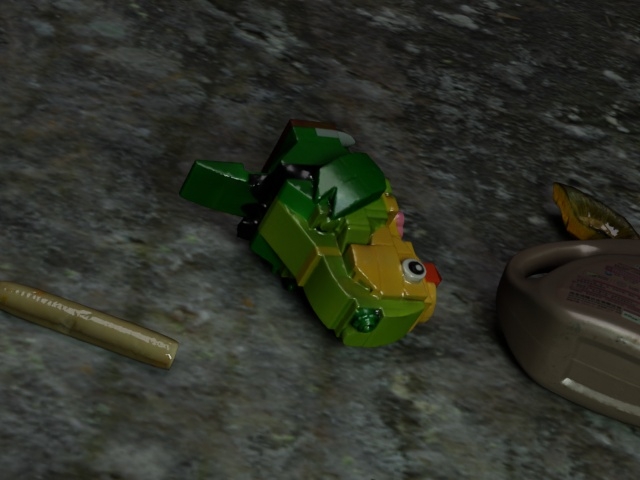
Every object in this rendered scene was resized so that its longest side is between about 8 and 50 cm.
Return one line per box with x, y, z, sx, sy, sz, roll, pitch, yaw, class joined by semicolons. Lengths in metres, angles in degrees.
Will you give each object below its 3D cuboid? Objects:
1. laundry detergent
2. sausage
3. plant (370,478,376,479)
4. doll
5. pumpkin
0.229;0.045;1.253;0.171;0.076;0.237;22;29;8;laundry detergent
-0.159;0.055;1.071;0.132;0.024;0.024;20;29;1;sausage
0.023;0.239;0.625;0.297;0.261;0.306;5;42;-23;plant
0.006;-0.003;1.179;0.186;0.106;0.134;48;43;16;doll
0.244;-0.008;1.399;0.073;0.035;0.101;18;24;-25;pumpkin
